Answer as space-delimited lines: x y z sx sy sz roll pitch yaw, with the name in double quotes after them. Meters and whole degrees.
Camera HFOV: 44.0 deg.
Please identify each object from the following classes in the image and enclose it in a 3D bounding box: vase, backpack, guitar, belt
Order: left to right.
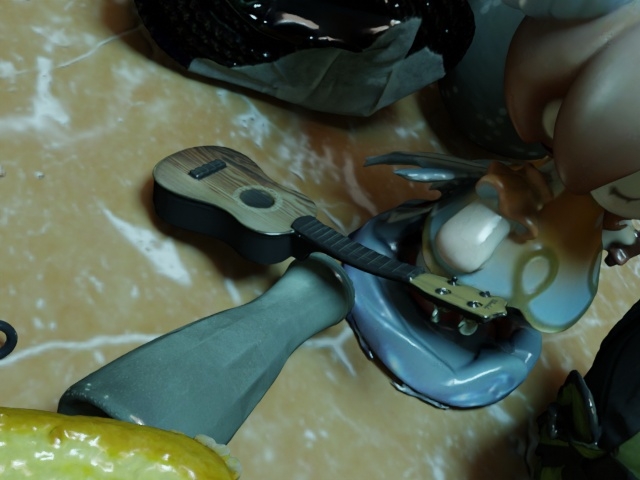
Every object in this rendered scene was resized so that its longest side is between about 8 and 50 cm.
-0.057 0.075 0.506 0.086 0.086 0.214 48 43 6 "vase"
-0.012 -0.207 0.654 0.289 0.184 0.164 13 45 -23 "belt"
0.000 0.002 0.539 0.271 0.038 0.084 26 38 25 "guitar"
0.235 0.118 0.539 0.207 0.253 0.140 -40 76 -20 "backpack"

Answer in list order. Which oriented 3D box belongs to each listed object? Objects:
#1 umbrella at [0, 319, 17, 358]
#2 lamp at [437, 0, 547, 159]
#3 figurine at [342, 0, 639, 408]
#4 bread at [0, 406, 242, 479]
-0.295 0.052 0.402 0.269 0.044 0.044 0 29 -32 "umbrella"
0.208 -0.186 0.822 0.182 0.182 0.314 36 16 -5 "lamp"
0.177 -0.077 0.541 0.276 0.388 0.248 -7 61 -32 "figurine"
-0.172 0.147 0.323 0.288 0.119 0.153 9 47 -12 "bread"
